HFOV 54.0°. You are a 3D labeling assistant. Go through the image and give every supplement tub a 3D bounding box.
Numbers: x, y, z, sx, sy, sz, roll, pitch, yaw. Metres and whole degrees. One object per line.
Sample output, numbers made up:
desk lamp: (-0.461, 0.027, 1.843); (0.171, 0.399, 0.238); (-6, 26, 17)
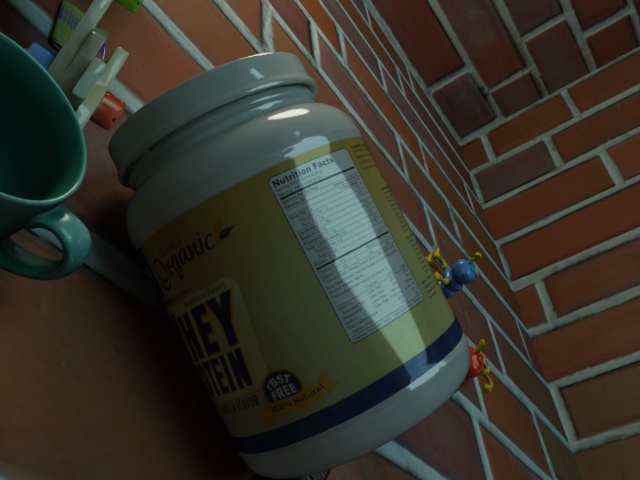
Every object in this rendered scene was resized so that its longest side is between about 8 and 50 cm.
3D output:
supplement tub: (-0.031, 0.019, 0.567); (0.316, 0.228, 0.228); (63, 21, 2)

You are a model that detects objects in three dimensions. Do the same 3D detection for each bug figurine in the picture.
bug figurine: (0.132, 0.133, 0.819); (0.072, 0.216, 0.279); (41, 30, -13)

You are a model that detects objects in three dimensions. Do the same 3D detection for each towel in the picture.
towel: (-0.247, -0.207, 0.647); (0.060, 0.009, 0.083); (39, 30, -43)

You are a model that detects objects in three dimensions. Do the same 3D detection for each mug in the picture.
mug: (-0.225, -0.047, 0.387); (0.129, 0.097, 0.157); (18, 49, -61)

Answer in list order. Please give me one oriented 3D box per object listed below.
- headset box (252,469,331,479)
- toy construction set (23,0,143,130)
headset box: (-0.030, 0.218, 0.562); (0.032, 0.062, 0.083); (61, 22, -6)
toy construction set: (-0.250, -0.231, 0.463); (0.327, 0.151, 0.215); (47, 32, -34)
